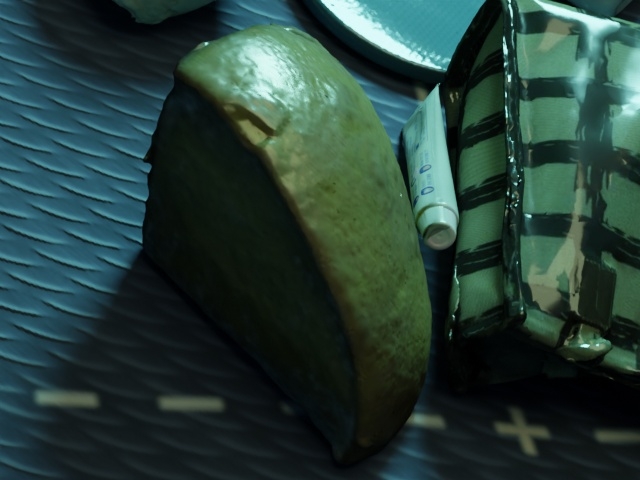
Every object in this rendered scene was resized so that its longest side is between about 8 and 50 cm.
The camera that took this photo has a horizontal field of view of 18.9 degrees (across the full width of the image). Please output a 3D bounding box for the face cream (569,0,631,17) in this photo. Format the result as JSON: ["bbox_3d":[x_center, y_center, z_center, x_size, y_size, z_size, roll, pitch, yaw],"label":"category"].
[{"bbox_3d":[0.184,-0.324,1.799,0.291,0.071,0.144,38,45,11],"label":"face cream"}]

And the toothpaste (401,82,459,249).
[{"bbox_3d":[0.084,-0.058,1.482,0.033,0.052,0.218,30,25,-17],"label":"toothpaste"}]

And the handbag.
[{"bbox_3d":[0.257,-0.010,1.493,0.325,0.162,0.327,14,52,-11],"label":"handbag"}]

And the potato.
[{"bbox_3d":[0.022,-0.017,1.361,0.211,0.189,0.264,-27,66,-40],"label":"potato"}]

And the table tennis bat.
[{"bbox_3d":[0.116,-0.200,1.678,0.329,0.044,0.215,34,44,9],"label":"table tennis bat"}]

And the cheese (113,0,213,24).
[{"bbox_3d":[-0.103,-0.287,1.564,0.154,0.189,0.198,31,34,-47],"label":"cheese"}]
